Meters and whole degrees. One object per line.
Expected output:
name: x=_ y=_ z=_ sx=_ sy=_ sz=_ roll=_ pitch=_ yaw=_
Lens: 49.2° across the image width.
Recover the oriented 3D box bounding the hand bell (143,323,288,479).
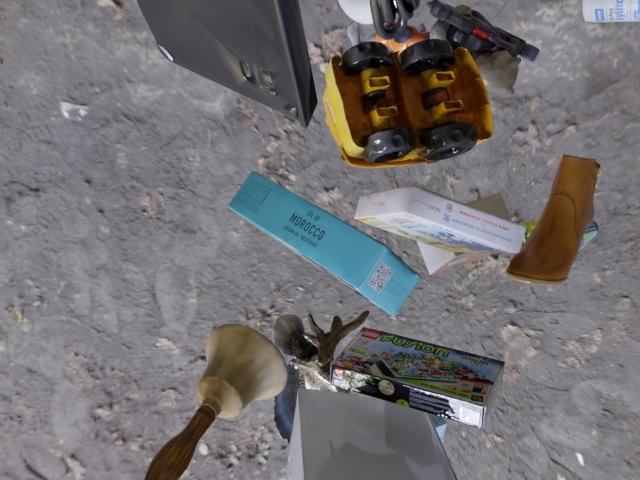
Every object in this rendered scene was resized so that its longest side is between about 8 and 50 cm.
hand bell: x=-0.148 y=0.222 z=0.861 sx=0.126 sy=0.242 sz=0.126 roll=12 pitch=123 yaw=20

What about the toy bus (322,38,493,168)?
toy bus: x=0.087 y=-0.164 z=0.961 sx=0.220 sy=0.211 sz=0.149 roll=-9 pitch=80 yaw=-26

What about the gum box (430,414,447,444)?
gum box: x=0.125 y=0.384 z=1.218 sx=0.184 sy=0.157 sz=0.041 roll=-16 pitch=42 yaw=-19

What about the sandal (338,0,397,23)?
sandal: x=0.136 y=-0.420 z=0.813 sx=0.169 sy=0.102 sz=0.416 roll=2 pitch=69 yaw=42

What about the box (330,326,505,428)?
box: x=0.129 y=0.177 z=0.930 sx=0.207 sy=0.114 sz=0.036 roll=11 pitch=115 yaw=23

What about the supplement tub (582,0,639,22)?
supplement tub: x=0.511 y=-0.409 z=1.190 sx=0.107 sy=0.071 sz=0.071 roll=9 pitch=86 yaw=34

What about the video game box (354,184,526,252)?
video game box: x=0.172 y=-0.027 z=1.052 sx=0.187 sy=0.205 sz=0.048 roll=20 pitch=83 yaw=-16

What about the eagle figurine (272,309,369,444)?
eagle figurine: x=-0.001 y=0.318 z=1.611 sx=0.226 sy=0.298 sz=0.225 roll=-3 pitch=47 yaw=-15

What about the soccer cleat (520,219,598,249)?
soccer cleat: x=0.535 y=-0.010 z=1.596 sx=0.121 sy=0.289 sz=0.093 roll=-14 pitch=90 yaw=-3

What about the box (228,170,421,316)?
box: x=0.000 y=0.000 z=0.866 sx=0.244 sy=0.100 sz=0.060 roll=31 pitch=86 yaw=39

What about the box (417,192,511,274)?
box: x=0.270 y=-0.009 z=1.320 sx=0.130 sy=0.170 sz=0.091 roll=-17 pitch=79 yaw=-10

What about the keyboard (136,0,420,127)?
keyboard: x=-0.038 y=-0.163 z=0.272 sx=0.201 sy=0.317 sz=0.033 roll=29 pitch=68 yaw=23

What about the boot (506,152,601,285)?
boot: x=0.418 y=-0.046 z=1.239 sx=0.104 sy=0.295 sz=0.211 roll=16 pitch=110 yaw=31

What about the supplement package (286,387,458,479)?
supplement package: x=0.062 y=0.336 z=0.954 sx=0.204 sy=0.262 sz=0.145 roll=7 pitch=105 yaw=-6

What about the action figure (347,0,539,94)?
action figure: x=0.260 y=-0.345 z=1.341 sx=0.330 sy=0.341 sz=0.178 roll=35 pitch=112 yaw=48
